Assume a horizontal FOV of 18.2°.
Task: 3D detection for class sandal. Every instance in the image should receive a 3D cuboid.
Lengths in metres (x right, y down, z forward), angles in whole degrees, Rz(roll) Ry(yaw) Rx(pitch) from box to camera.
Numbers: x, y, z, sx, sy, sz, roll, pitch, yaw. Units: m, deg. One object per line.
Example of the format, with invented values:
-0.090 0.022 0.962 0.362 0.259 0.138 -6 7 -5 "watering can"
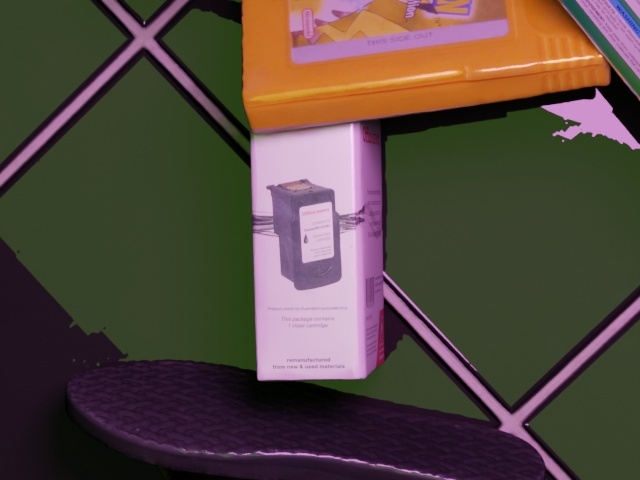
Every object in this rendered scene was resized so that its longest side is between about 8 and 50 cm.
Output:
-0.023 0.209 1.809 0.445 0.167 0.107 12 110 6 "sandal"

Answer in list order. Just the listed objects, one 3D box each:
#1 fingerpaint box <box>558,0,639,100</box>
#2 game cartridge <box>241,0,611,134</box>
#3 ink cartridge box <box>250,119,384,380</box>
0.462 -0.175 1.640 0.371 0.163 0.445 -40 92 -27 "fingerpaint box"
0.091 -0.226 1.747 0.323 0.053 0.285 -9 47 6 "game cartridge"
0.000 0.000 1.787 0.100 0.172 0.237 -1 91 7 "ink cartridge box"
